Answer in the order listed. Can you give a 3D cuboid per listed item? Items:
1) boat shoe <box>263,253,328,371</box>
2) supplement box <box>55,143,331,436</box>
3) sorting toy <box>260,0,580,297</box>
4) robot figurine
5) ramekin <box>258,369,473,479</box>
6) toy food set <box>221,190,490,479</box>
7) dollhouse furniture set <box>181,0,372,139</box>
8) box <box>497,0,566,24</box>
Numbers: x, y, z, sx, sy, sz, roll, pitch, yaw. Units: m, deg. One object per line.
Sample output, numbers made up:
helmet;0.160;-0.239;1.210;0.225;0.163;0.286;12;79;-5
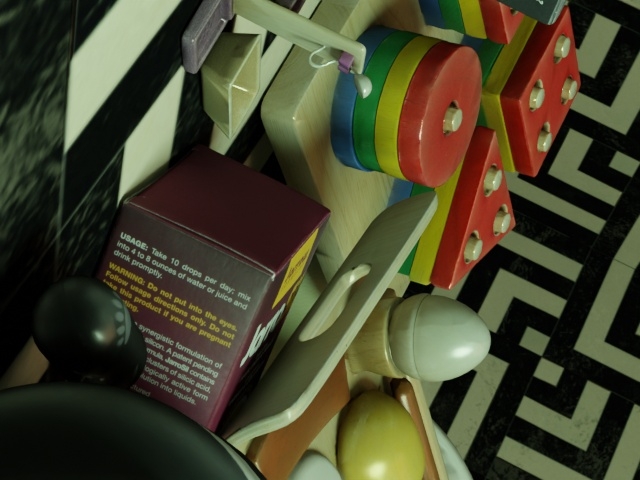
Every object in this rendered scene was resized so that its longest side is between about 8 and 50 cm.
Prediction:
boat shoe;-0.014;0.083;1.265;0.340;0.127;0.113;88;0;-47
supplement box;-0.075;0.060;0.794;0.188;0.080;0.104;-66;173;23
sorting toy;0.085;-0.093;1.050;0.255;0.089;0.257;-61;152;-25
robot figurine;-0.092;0.145;0.614;0.209;0.173;0.278;-51;172;-7
ramekin;-0.025;0.218;1.094;0.273;0.273;0.127;-63;162;-1
toy food set;0.055;0.156;0.884;0.220;0.092;0.306;-54;133;-52
dollhouse furniture set;-0.006;-0.088;0.742;0.091;0.081;0.114;-61;173;-18
box;0.129;-0.270;0.831;0.247;0.142;0.163;-61;173;-29
